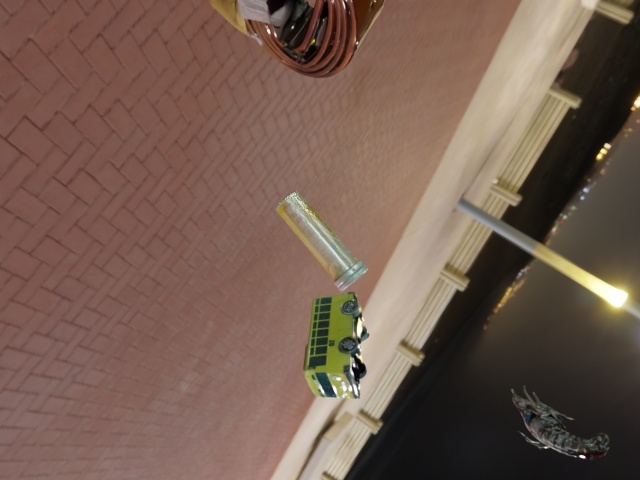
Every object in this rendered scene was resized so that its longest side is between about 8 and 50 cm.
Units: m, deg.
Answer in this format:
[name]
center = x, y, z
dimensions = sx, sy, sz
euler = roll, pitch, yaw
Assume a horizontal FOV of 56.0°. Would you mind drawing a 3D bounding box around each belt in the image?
[belt]
center = -0.013, -0.328, 0.807
dimensions = 0.105, 0.184, 0.261
euler = -61, -175, -15

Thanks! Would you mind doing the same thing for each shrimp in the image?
[shrimp]
center = 0.364, 0.292, 0.955
dimensions = 0.076, 0.174, 0.082
euler = -18, 108, -25

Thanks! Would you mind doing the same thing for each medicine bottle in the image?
[medicine bottle]
center = 0.000, 0.000, 1.227
dimensions = 0.074, 0.218, 0.074
euler = -40, 174, -5

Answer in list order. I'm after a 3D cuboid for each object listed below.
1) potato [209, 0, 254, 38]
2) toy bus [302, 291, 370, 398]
[potato]
center = -0.159, -0.547, 1.185
dimensions = 0.115, 0.299, 0.239
euler = 0, 146, -41
[toy bus]
center = 0.027, 0.181, 1.031
dimensions = 0.175, 0.101, 0.088
euler = -83, 161, -47
